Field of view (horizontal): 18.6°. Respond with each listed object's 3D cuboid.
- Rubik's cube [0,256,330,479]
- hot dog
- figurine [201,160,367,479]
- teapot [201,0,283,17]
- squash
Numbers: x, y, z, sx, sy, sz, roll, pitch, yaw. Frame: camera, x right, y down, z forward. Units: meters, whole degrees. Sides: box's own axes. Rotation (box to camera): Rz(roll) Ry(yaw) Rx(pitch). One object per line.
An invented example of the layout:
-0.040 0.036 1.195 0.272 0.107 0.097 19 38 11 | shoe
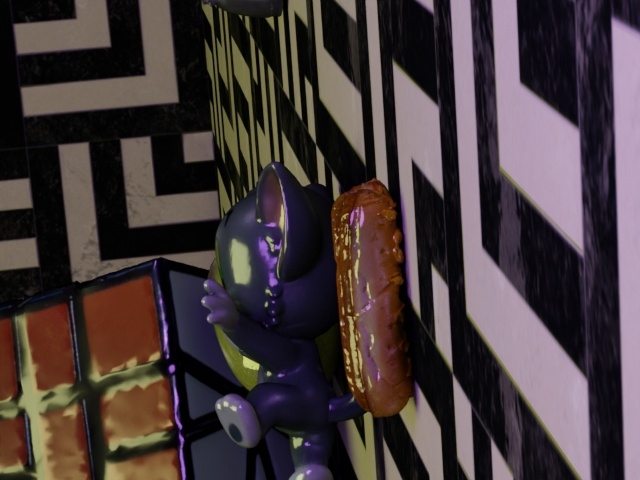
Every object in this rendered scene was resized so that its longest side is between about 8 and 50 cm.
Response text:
-0.179 0.199 1.953 0.288 0.283 0.293 22 -121 -59 | Rubik's cube
0.036 0.039 1.364 0.071 0.045 0.165 -121 26 -80 | hot dog
-0.026 0.070 1.574 0.265 0.140 0.193 69 -167 19 | figurine
-0.086 -0.281 1.992 0.124 0.090 0.092 -103 11 -48 | teapot
-0.040 0.083 1.783 0.187 0.123 0.123 -105 11 -59 | squash
